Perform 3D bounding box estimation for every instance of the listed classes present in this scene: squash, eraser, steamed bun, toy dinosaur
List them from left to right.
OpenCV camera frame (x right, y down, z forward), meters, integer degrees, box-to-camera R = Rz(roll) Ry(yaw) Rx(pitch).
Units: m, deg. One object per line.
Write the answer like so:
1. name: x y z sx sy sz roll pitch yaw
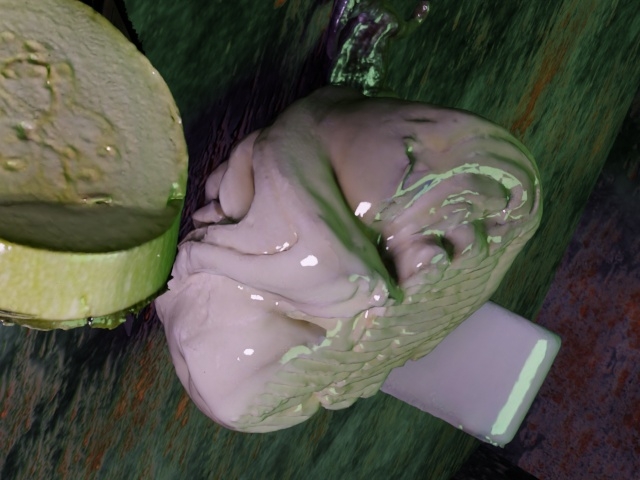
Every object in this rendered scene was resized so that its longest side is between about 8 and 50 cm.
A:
1. squash: -0.173 -0.045 1.111 0.220 0.220 0.133 -36 156 -55
2. steamed bun: 0.000 0.000 1.703 0.339 0.247 0.352 -18 156 -43
3. toy dinosaur: 0.043 -0.171 1.825 0.162 0.077 0.294 -41 142 -38
4. eraser: 0.110 0.103 2.082 0.150 0.331 0.331 -60 164 1

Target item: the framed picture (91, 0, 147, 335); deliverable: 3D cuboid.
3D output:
1. framed picture: -0.140 -0.067 1.291 0.010 0.195 0.199 -5 135 -23
